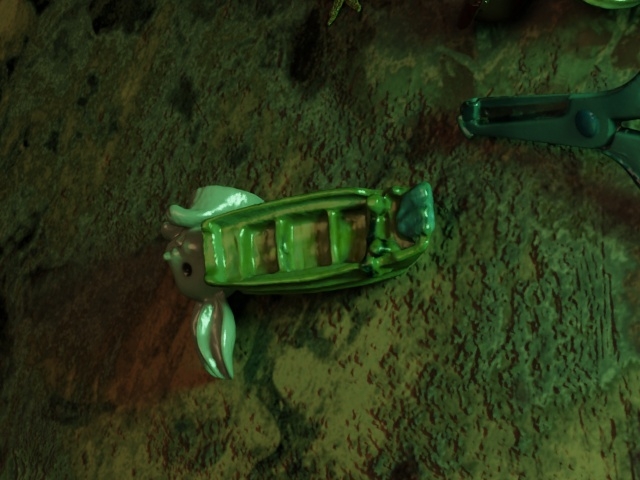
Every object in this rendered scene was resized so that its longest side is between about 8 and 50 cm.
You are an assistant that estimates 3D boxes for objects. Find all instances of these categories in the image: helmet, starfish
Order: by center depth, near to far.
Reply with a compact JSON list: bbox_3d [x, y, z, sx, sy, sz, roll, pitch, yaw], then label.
[{"bbox_3d":[0.201,-0.276,1.574,0.089,0.057,0.111,-117,48,-72],"label":"helmet"},{"bbox_3d":[0.030,-0.312,1.750,0.086,0.016,0.092,-36,54,22],"label":"starfish"}]

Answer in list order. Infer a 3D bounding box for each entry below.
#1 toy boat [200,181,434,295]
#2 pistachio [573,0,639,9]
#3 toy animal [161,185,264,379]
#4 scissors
[{"bbox_3d":[0.003,0.002,1.597,0.276,0.084,0.111,-11,68,19],"label":"toy boat"},{"bbox_3d":[0.283,-0.377,1.487,0.166,0.197,0.288,115,136,-65],"label":"pistachio"},{"bbox_3d":[-0.141,0.051,1.683,0.103,0.130,0.221,-22,55,58],"label":"toy animal"},{"bbox_3d":[0.283,-0.114,1.434,0.393,0.032,0.180,10,114,50],"label":"scissors"}]
